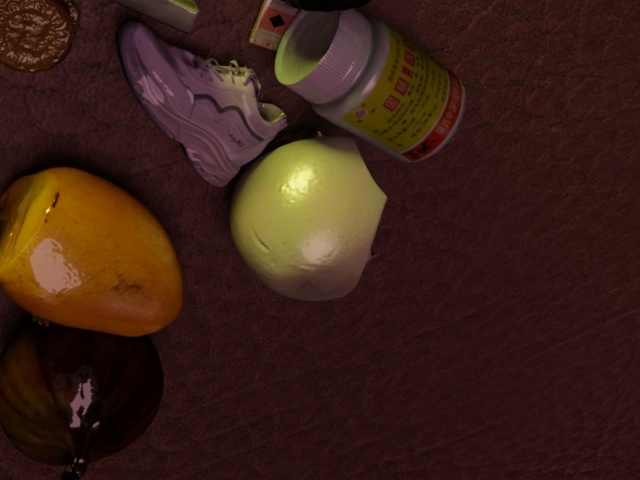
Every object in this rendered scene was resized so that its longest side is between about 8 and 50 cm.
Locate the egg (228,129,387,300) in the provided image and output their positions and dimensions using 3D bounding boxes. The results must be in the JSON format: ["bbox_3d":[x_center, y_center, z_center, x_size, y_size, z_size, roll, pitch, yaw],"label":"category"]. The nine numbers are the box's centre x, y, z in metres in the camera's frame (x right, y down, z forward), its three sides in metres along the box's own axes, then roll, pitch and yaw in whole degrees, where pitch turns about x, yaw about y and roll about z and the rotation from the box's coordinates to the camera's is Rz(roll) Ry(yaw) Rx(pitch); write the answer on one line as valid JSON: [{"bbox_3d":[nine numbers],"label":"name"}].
[{"bbox_3d":[-0.019,0.005,1.011,0.206,0.161,0.271,-4,141,-5],"label":"egg"}]

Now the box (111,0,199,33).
[{"bbox_3d":[-0.224,-0.280,0.789,0.177,0.115,0.036,17,114,-31],"label":"box"}]

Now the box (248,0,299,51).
[{"bbox_3d":[-0.054,-0.278,0.928,0.046,0.012,0.083,10,119,-30],"label":"box"}]

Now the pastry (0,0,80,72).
[{"bbox_3d":[-0.318,-0.234,0.819,0.109,0.057,0.097,-11,128,-14],"label":"pastry"}]

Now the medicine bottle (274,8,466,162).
[{"bbox_3d":[0.066,-0.200,0.949,0.225,0.139,0.139,24,111,-35],"label":"medicine bottle"}]

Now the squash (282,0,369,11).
[{"bbox_3d":[0.012,-0.335,0.809,0.193,0.193,0.156,-14,160,-14],"label":"squash"}]

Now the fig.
[{"bbox_3d":[-0.330,0.205,1.040,0.235,0.214,0.235,-5,100,-27],"label":"fig"}]

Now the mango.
[{"bbox_3d":[-0.271,0.025,0.952,0.138,0.187,0.257,-16,149,37],"label":"mango"}]

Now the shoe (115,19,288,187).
[{"bbox_3d":[-0.141,-0.180,0.915,0.138,0.095,0.245,-36,133,0],"label":"shoe"}]
